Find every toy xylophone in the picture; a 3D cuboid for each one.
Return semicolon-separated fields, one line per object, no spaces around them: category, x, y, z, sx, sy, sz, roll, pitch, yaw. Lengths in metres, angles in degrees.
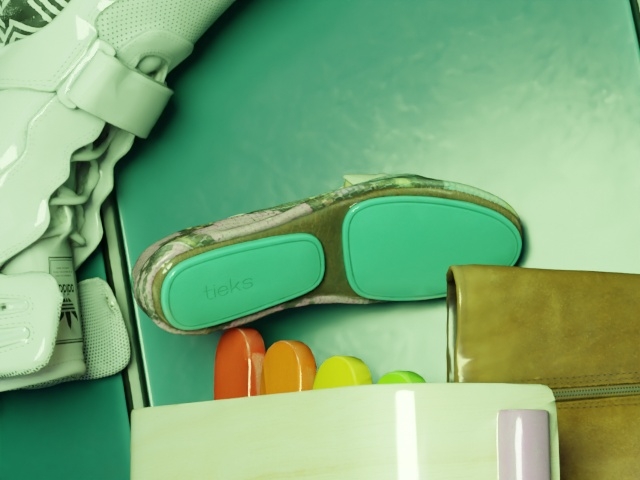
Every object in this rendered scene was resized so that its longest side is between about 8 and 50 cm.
toy xylophone;-0.011;0.166;0.985;0.322;0.081;0.236;2;87;56

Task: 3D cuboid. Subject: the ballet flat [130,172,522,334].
ballet flat;0.000;0.000;1.089;0.221;0.079;0.077;-11;117;-15

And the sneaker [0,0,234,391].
sneaker;-0.139;-0.042;1.110;0.366;0.137;0.210;-32;77;13

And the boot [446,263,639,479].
boot;0.208;0.128;0.966;0.280;0.096;0.264;-5;80;-13
